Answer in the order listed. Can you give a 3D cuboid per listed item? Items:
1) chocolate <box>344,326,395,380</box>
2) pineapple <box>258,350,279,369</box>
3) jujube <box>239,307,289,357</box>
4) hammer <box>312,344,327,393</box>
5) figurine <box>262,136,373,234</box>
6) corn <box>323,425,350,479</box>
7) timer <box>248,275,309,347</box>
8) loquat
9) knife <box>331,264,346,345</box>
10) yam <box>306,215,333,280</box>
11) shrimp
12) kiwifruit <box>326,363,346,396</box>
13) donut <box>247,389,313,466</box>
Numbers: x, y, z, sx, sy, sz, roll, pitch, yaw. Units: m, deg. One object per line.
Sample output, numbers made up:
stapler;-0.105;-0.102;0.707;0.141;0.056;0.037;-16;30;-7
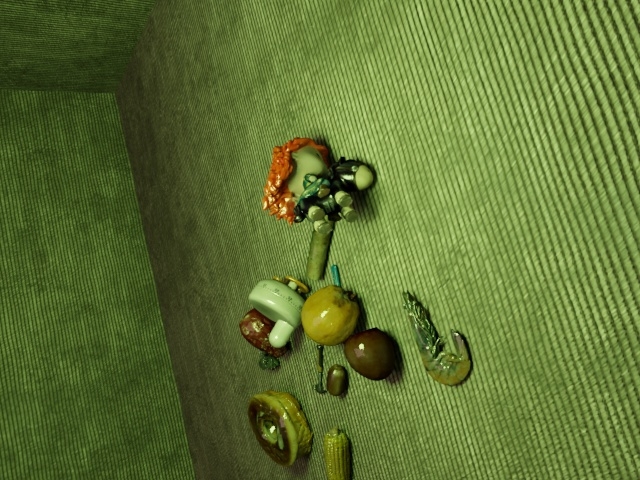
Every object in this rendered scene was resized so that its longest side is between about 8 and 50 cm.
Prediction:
chocolate;0.157;0.363;1.692;0.176;0.176;0.177;16;110;53
pineapple;-0.246;0.454;2.341;0.119;0.111;0.237;115;134;-79
jujube;-0.226;0.385;2.216;0.236;0.168;0.168;49;144;-7
hammer;-0.001;0.496;2.062;0.078;0.021;0.201;20;114;52
figurine;-0.019;-0.182;1.738;0.411;0.241;0.306;21;75;44
corn;0.062;0.808;1.973;0.097;0.097;0.262;8;105;54
timer;-0.172;0.266;2.068;0.233;0.233;0.240;-1;52;55
loquat;0.034;0.251;1.811;0.187;0.176;0.234;46;111;-1
knife;0.068;0.231;1.904;0.044;0.026;0.297;165;95;-67
yam;0.000;0.000;1.916;0.071;0.067;0.318;19;114;19
shrimp;0.327;0.264;1.522;0.169;0.058;0.296;-34;72;45
kiwifruit;0.057;0.506;1.940;0.075;0.075;0.125;35;128;47
donut;-0.166;0.772;2.259;0.330;0.159;0.330;28;128;41
